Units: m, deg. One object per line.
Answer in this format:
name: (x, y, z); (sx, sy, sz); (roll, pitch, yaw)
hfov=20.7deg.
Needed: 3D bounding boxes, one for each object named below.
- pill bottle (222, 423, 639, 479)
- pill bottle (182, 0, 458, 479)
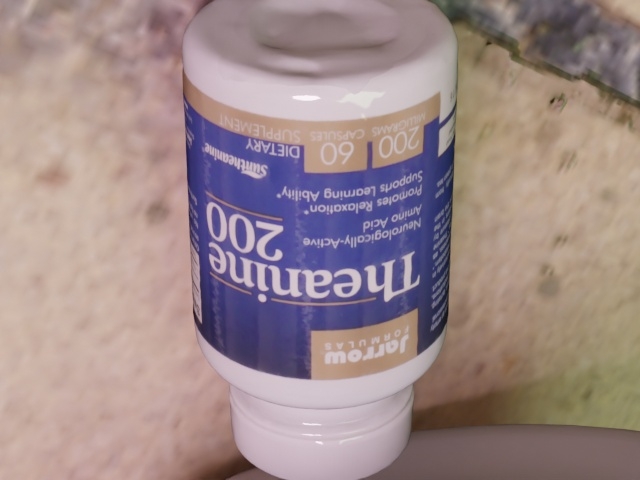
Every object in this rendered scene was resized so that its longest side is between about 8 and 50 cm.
pill bottle: (0.055, 0.250, 0.476); (0.210, 0.210, 0.363); (-11, 104, -31)
pill bottle: (0.000, 0.000, 0.444); (0.067, 0.067, 0.120); (-18, 125, -27)
